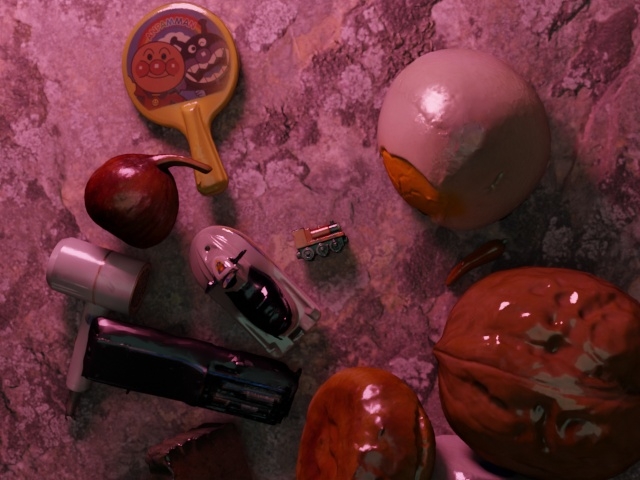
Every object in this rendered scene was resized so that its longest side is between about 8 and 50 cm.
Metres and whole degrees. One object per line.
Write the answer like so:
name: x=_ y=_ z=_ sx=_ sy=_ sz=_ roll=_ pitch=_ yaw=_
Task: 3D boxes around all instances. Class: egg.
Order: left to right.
egg: x=0.256 y=-0.181 z=1.517 sx=0.336 sy=0.201 sz=0.337 roll=0 pitch=94 yaw=2

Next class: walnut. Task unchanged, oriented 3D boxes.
walnut: x=0.388 y=0.223 z=1.473 sx=0.397 sy=0.308 sz=0.354 roll=15 pitch=83 yaw=12

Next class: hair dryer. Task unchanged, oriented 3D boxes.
hair dryer: x=-0.452 y=0.183 z=1.651 sx=0.173 sy=0.107 sz=0.358 roll=18 pitch=101 yaw=4

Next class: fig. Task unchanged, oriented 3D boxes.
fig: x=-0.322 y=-0.099 z=1.579 sx=0.175 sy=0.175 sz=0.207 roll=36 pitch=105 yaw=1

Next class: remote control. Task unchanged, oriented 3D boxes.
remote control: x=-0.240 y=0.251 z=1.608 sx=0.398 sy=0.062 sz=0.145 roll=14 pitch=112 yaw=-8

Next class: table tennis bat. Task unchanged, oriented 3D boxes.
table tennis bat: x=-0.247 y=-0.263 z=1.623 sx=0.224 sy=0.054 sz=0.369 roll=-14 pitch=89 yaw=6

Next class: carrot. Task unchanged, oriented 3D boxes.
carrot: x=0.288 y=0.038 z=1.611 sx=0.142 sy=0.035 sz=0.035 roll=-35 pitch=90 yaw=13

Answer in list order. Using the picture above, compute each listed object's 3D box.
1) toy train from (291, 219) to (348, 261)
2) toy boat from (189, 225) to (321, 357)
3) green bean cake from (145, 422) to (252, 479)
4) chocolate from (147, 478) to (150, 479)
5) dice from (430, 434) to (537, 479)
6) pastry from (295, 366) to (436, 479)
toy train: x=0.000 y=0.000 z=1.626 sx=0.103 sy=0.044 sz=0.064 roll=-16 pitch=82 yaw=5
toy boat: x=-0.131 y=0.091 z=1.599 sx=0.269 sy=0.141 sz=0.141 roll=43 pitch=96 yaw=-13
green bean cake: x=-0.225 y=0.441 z=1.606 sx=0.094 sy=0.173 sz=0.182 roll=-11 pitch=95 yaw=45
chocolate: x=-0.375 y=0.523 z=1.655 sx=0.247 sy=0.110 sz=0.110 roll=-19 pitch=92 yaw=0
dice: x=0.284 y=0.508 z=1.530 sx=0.243 sy=0.251 sz=0.259 roll=12 pitch=94 yaw=3
pastry: x=0.068 y=0.390 z=1.508 sx=0.163 sy=0.356 sz=0.356 roll=13 pitch=95 yaw=-20
